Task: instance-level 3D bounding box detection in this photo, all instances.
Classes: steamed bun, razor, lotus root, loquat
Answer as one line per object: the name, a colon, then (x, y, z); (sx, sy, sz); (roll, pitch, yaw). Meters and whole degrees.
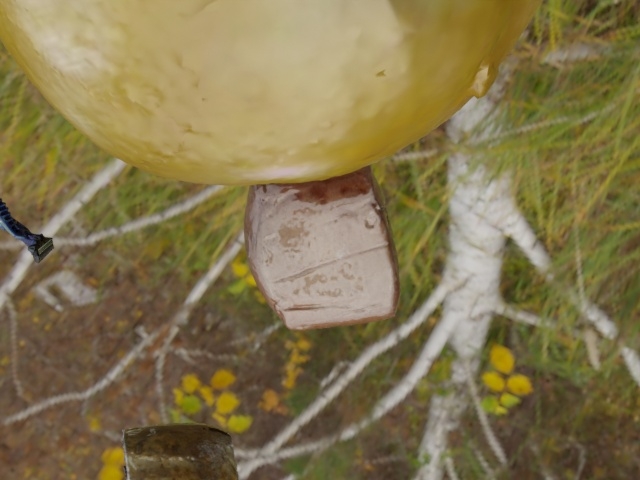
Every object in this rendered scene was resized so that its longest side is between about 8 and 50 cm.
steamed bun: (0.000, 0.000, 1.167); (0.145, 0.106, 0.175); (-9, 115, 4)
razor: (-0.257, -0.051, 0.921); (0.028, 0.044, 0.154); (-25, 103, 8)
lotus root: (-0.102, 0.190, 0.867); (0.081, 0.122, 0.112); (-7, 152, -14)
loquat: (-0.019, -0.183, 0.613); (0.328, 0.328, 0.359); (52, 169, -26)
